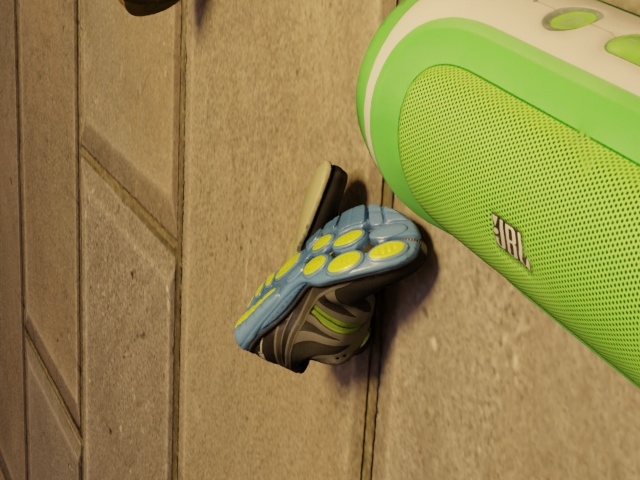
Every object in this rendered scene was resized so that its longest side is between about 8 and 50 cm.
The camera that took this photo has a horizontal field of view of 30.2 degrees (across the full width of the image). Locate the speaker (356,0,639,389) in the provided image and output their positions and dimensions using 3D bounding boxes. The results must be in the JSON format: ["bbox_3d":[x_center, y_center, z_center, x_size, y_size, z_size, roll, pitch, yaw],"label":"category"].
[{"bbox_3d":[0.124,-0.019,0.462,0.296,0.131,0.131,-135,46,-56],"label":"speaker"}]

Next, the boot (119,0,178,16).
[{"bbox_3d":[-0.185,-0.371,1.068,0.269,0.089,0.236,50,132,30],"label":"boot"}]

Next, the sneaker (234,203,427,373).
[{"bbox_3d":[0.014,0.037,0.803,0.188,0.078,0.067,-39,21,46],"label":"sneaker"}]

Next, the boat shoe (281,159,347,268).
[{"bbox_3d":[0.000,-0.001,0.851,0.049,0.042,0.133,-83,8,-51],"label":"boat shoe"}]
